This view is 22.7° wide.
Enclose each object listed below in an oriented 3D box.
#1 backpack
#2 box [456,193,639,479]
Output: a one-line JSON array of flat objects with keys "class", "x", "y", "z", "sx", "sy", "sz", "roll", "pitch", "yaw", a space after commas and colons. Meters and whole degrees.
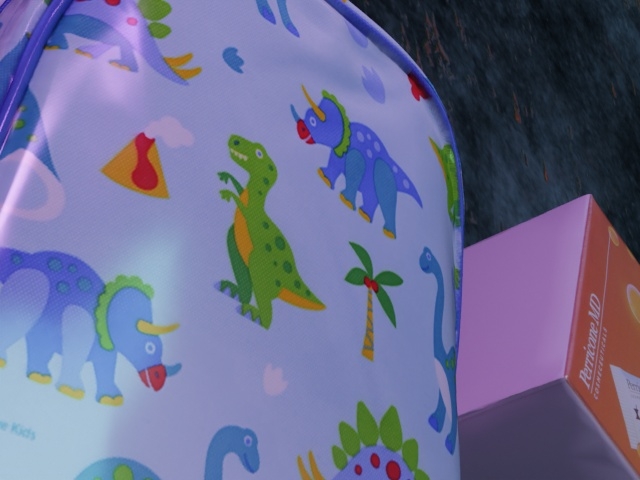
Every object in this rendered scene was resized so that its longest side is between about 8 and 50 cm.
[{"class": "backpack", "x": -0.082, "y": 0.063, "z": 0.510, "sx": 0.290, "sy": 0.273, "sz": 0.355, "roll": 34, "pitch": 31, "yaw": -29}, {"class": "box", "x": 0.206, "y": 0.178, "z": 1.164, "sx": 0.345, "sy": 0.168, "sz": 0.215, "roll": 51, "pitch": 32, "yaw": -22}]
